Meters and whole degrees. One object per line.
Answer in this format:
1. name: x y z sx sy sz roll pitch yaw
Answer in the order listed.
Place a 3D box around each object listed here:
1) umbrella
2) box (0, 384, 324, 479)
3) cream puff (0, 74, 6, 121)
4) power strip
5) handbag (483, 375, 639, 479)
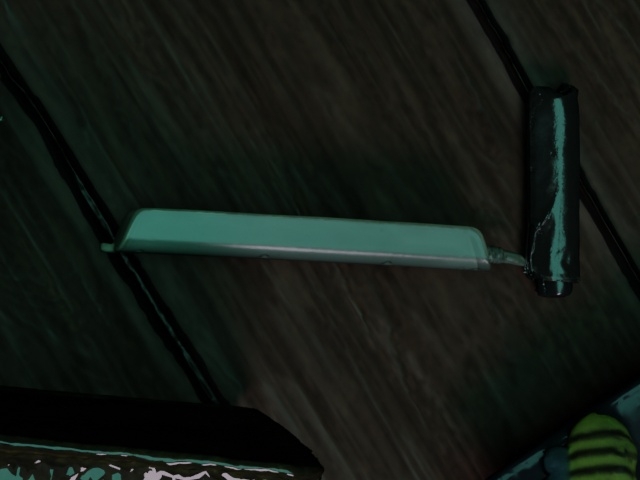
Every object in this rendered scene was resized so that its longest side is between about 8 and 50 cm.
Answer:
1. umbrella: 0.142 -0.031 0.798 0.036 0.031 0.133 -1 89 11
2. box: -0.110 0.151 0.621 0.184 0.273 0.143 6 87 -10
3. cream puff: -0.232 -0.046 0.673 0.121 0.156 0.156 18 85 -28
4. power strip: 0.000 0.000 0.754 0.252 0.060 0.027 3 89 -11
5. handbag: 0.284 0.187 0.710 0.329 0.122 0.303 -31 62 -7
